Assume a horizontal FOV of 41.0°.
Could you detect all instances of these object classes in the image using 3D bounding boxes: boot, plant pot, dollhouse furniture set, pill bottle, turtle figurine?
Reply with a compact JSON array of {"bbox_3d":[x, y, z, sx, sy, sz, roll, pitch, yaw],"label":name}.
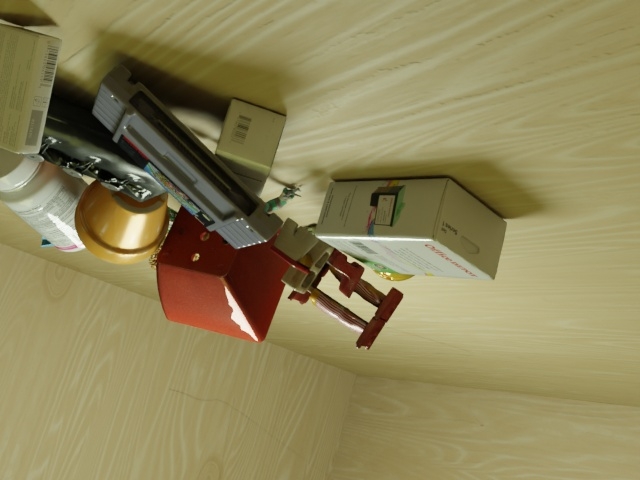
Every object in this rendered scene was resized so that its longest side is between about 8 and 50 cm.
[{"bbox_3d":[-0.526,-0.203,1.624,0.445,0.146,0.367,18,175,-39],"label":"boot"},{"bbox_3d":[-0.239,0.049,2.008,0.267,0.267,0.235,11,153,19],"label":"plant pot"},{"bbox_3d":[0.023,0.102,1.777,0.201,0.152,0.374,34,180,19],"label":"dollhouse furniture set"},{"bbox_3d":[-0.622,-0.110,1.936,0.160,0.160,0.283,7,151,31],"label":"pill bottle"},{"bbox_3d":[-0.153,-0.082,1.688,0.175,0.118,0.234,26,168,-34],"label":"turtle figurine"},{"bbox_3d":[-0.416,-0.077,1.860,0.205,0.205,0.188,20,149,-15],"label":"plant pot"}]

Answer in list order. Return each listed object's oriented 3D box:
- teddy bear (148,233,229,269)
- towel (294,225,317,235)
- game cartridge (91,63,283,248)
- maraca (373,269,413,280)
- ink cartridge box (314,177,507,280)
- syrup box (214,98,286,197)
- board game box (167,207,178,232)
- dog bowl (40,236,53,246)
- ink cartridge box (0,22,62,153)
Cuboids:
[{"bbox_3d":[-0.296,0.041,2.350,0.338,0.113,0.245,2,168,22],"label":"teddy bear"},{"bbox_3d":[0.000,0.000,1.981,0.110,0.027,0.148,22,165,-23],"label":"towel"},{"bbox_3d":[-0.232,-0.123,1.427,0.355,0.068,0.230,44,160,-10],"label":"game cartridge"},{"bbox_3d":[0.148,0.028,1.798,0.127,0.099,0.185,30,-172,-13],"label":"maraca"},{"bbox_3d":[0.163,-0.020,1.546,0.278,0.117,0.201,2,160,45],"label":"ink cartridge box"},{"bbox_3d":[-0.128,-0.144,1.449,0.096,0.093,0.237,18,166,-7],"label":"syrup box"},{"bbox_3d":[-0.433,-0.074,2.178,0.136,0.030,0.260,7,163,39],"label":"board game box"},{"bbox_3d":[-0.674,-0.069,2.216,0.074,0.166,0.297,8,168,-18],"label":"dog bowl"},{"bbox_3d":[-0.515,-0.249,1.322,0.225,0.181,0.056,20,-168,24],"label":"ink cartridge box"}]
